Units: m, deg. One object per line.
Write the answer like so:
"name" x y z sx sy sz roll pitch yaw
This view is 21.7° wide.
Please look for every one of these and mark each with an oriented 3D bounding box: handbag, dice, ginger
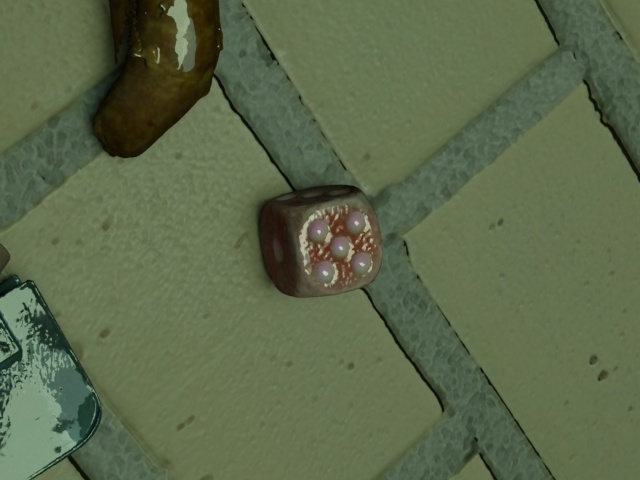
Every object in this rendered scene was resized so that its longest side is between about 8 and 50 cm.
"handbag" -0.323 0.149 1.468 0.229 0.062 0.179 -32 109 -19
"dice" 0.000 0.000 1.587 0.091 0.093 0.094 -12 103 -24
"ginger" -0.153 -0.230 1.477 0.133 0.107 0.309 -24 111 -36

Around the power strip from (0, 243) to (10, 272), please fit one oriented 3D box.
"power strip" -0.339 0.001 1.393 0.154 0.154 0.078 40 77 -25
